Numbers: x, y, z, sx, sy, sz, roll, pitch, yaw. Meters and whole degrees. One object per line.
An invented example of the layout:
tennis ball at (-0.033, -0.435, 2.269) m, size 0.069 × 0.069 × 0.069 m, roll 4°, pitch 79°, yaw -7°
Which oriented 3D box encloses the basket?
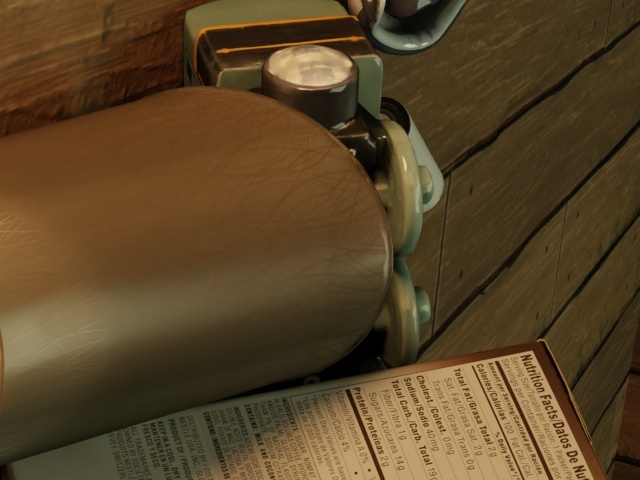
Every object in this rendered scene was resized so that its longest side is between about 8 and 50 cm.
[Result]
basket at (-0.112, 0.017, 0.690) m, size 0.227 × 0.204 × 0.154 m, roll -17°, pitch 112°, yaw -55°

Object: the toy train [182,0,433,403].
toy train at (-0.020, 0.012, 0.923) m, size 0.190 × 0.142 × 0.333 m, roll -112°, pitch -161°, yaw -51°

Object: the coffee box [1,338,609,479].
coffee box at (-0.012, 0.165, 0.805) m, size 0.168 × 0.297 × 0.118 m, roll 109°, pitch -34°, yaw -51°

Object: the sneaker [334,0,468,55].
sneaker at (0.025, -0.232, 0.886) m, size 0.099 × 0.153 × 0.282 m, roll -28°, pitch 142°, yaw -12°

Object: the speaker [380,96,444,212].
speaker at (0.063, -0.067, 1.256) m, size 0.136 × 0.055 × 0.055 m, roll 49°, pitch 56°, yaw -65°
